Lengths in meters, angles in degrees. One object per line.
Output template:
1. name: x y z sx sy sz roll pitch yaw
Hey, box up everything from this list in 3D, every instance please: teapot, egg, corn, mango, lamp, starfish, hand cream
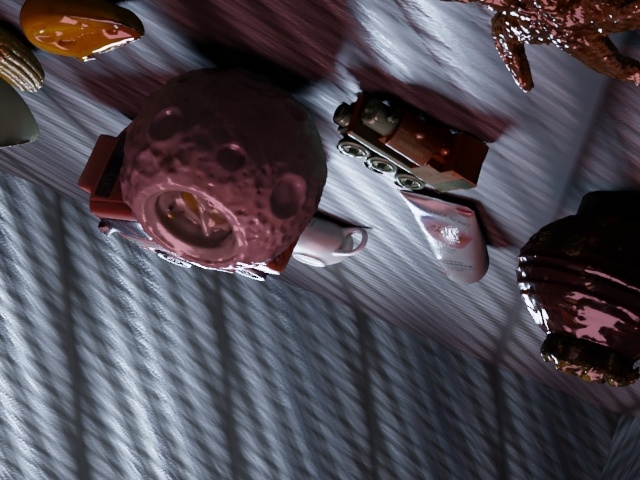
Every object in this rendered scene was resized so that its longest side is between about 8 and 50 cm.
1. teapot: 0.000 0.000 2.360 0.226 0.092 0.145 8 167 39
2. egg: -0.617 -0.234 2.040 0.264 0.174 0.286 9 -167 38
3. corn: -0.459 -0.268 1.766 0.085 0.063 0.165 15 171 10
4. mango: -0.286 -0.261 1.432 0.188 0.066 0.101 7 158 35
5. lamp: 0.359 0.065 1.506 0.247 0.247 0.247 19 171 3
6. starfish: 0.181 -0.173 0.946 0.277 0.062 0.236 24 170 -13
7. hand cream: 0.214 -0.002 1.945 0.124 0.077 0.340 17 167 22

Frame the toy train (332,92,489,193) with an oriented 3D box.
1. toy train: 0.103 -0.119 1.451 0.176 0.074 0.118 30 157 -31

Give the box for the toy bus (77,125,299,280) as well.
1. toy bus: -0.204 -0.075 1.971 0.233 0.203 0.427 31 165 -35

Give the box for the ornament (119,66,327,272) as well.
1. ornament: -0.119 -0.097 1.514 0.259 0.225 0.259 17 143 13
